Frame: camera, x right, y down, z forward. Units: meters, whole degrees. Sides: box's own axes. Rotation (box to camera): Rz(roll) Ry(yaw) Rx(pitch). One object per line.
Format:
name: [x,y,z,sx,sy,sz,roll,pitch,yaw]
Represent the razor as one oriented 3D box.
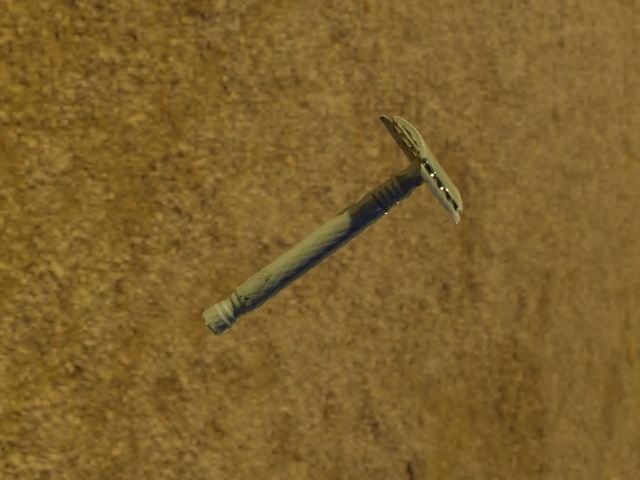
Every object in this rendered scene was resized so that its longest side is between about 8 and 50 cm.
razor: [0.000,0.000,0.988,0.068,0.232,0.106,58,6,31]
